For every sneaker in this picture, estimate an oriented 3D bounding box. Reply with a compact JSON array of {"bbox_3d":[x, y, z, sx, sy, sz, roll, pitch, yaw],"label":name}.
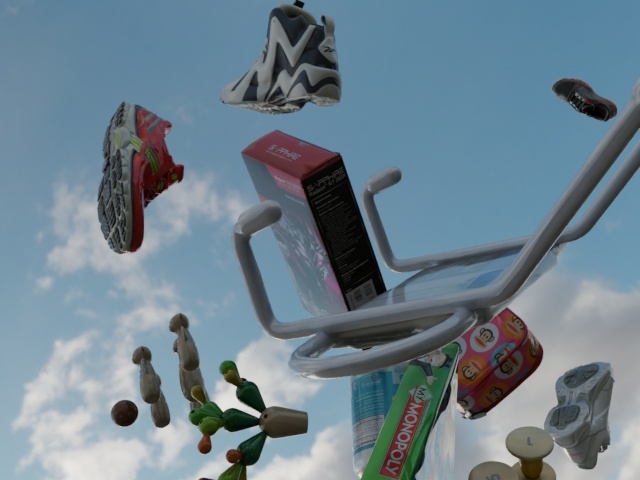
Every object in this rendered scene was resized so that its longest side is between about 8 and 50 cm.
[{"bbox_3d":[-0.265,-0.099,1.173,0.118,0.279,0.107,16,-40,-28],"label":"sneaker"},{"bbox_3d":[0.595,-0.318,1.750,0.065,0.158,0.061,-41,-25,-48],"label":"sneaker"},{"bbox_3d":[-0.059,-0.273,1.145,0.094,0.235,0.153,6,-92,-38],"label":"sneaker"},{"bbox_3d":[0.449,0.296,1.303,0.232,0.090,0.115,-41,-74,-45],"label":"sneaker"}]

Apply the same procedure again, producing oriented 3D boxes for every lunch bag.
[{"bbox_3d":[0.288,0.222,1.611,0.258,0.293,0.120,-43,-53,2],"label":"lunch bag"}]

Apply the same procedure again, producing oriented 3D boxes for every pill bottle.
[{"bbox_3d":[0.130,0.350,1.417,0.146,0.264,0.146,-1,-33,-1],"label":"pill bottle"}]

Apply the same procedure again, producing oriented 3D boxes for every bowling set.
[{"bbox_3d":[-0.329,0.273,1.546,0.200,0.154,0.287,-12,-43,-14],"label":"bowling set"}]

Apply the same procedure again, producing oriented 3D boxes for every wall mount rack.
[{"bbox_3d":[0.120,-0.024,0.531,0.304,0.130,0.350,-15,4,32],"label":"wall mount rack"}]

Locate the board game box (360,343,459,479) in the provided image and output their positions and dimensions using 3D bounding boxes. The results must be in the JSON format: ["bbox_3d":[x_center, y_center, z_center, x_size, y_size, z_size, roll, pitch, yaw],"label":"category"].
[{"bbox_3d":[0.096,0.290,0.819,0.213,0.046,0.317,-59,-28,-46],"label":"board game box"}]

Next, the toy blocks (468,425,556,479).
[{"bbox_3d":[0.219,0.301,0.867,0.123,0.054,0.148,-31,-58,-34],"label":"toy blocks"}]

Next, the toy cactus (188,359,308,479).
[{"bbox_3d":[-0.111,0.286,1.178,0.181,0.219,0.112,4,-53,-8],"label":"toy cactus"}]

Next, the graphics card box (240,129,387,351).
[{"bbox_3d":[0.000,0.000,1.390,0.094,0.233,0.370,-33,-59,-19],"label":"graphics card box"}]
